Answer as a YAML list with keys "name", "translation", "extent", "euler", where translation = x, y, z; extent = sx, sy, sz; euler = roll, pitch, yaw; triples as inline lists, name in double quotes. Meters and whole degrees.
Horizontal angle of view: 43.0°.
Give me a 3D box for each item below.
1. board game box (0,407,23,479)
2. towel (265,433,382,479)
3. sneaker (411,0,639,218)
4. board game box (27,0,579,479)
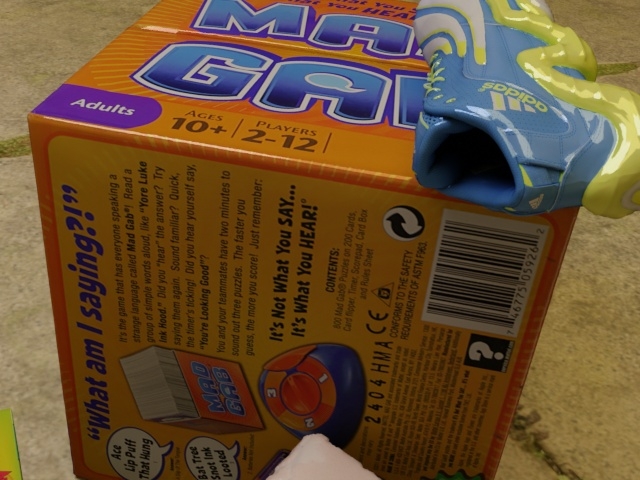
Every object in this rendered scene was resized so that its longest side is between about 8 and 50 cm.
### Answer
- name: "board game box"
  translation: [-0.239, 0.224, 0.606]
  extent: [0.043, 0.092, 0.181]
  euler: [-8, 36, -22]
- name: "towel"
  translation: [0.027, 0.316, 0.476]
  extent: [0.317, 0.053, 0.332]
  euler: [34, 43, 13]
- name: "sneaker"
  translation: [0.095, -0.096, 0.497]
  extent: [0.126, 0.091, 0.240]
  euler: [-12, 40, -23]
- name: "board game box"
  translation: [0.000, 0.000, 0.740]
  extent: [0.356, 0.356, 0.356]
  euler: [10, 34, 6]
